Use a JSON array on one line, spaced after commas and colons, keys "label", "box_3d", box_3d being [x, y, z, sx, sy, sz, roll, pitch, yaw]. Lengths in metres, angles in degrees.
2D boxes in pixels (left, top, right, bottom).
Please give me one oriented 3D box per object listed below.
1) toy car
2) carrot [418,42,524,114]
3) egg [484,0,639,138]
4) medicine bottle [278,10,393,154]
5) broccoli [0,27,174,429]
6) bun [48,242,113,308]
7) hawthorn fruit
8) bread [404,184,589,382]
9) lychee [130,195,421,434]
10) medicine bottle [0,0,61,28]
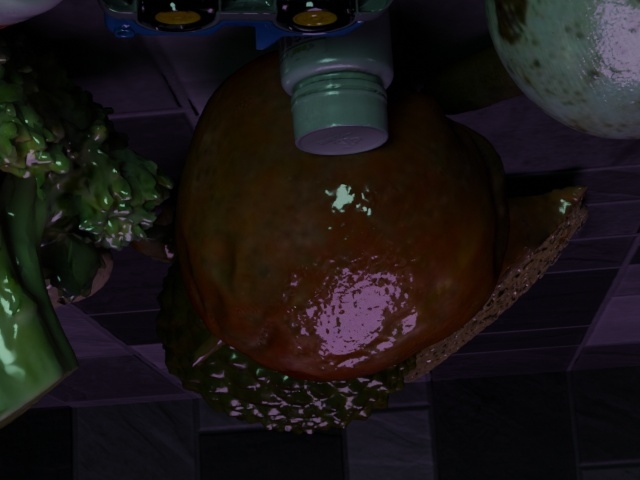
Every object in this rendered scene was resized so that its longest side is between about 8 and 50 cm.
[{"label": "toy car", "box_3d": [-0.053, -0.173, 0.860, 0.191, 0.097, 0.100, -1, 169, -8]}, {"label": "carrot", "box_3d": [0.199, -0.151, 1.079, 0.070, 0.070, 0.342, 8, 163, -38]}, {"label": "egg", "box_3d": [0.181, -0.158, 0.837, 0.169, 0.169, 0.231, -8, 153, 17]}, {"label": "medicine bottle", "box_3d": [0.010, -0.131, 0.969, 0.080, 0.130, 0.080, -3, 165, -1]}, {"label": "broccoli", "box_3d": [-0.283, -0.029, 1.023, 0.277, 0.338, 0.317, -34, 116, 8]}, {"label": "bun", "box_3d": [-0.336, 0.025, 1.518, 0.210, 0.116, 0.237, -7, 166, 11]}, {"label": "hawthorn fruit", "box_3d": [0.000, 0.000, 1.123, 0.298, 0.277, 0.277, -49, 156, 5]}, {"label": "bread", "box_3d": [0.118, -0.004, 1.626, 0.315, 0.279, 0.248, -49, 158, 3]}, {"label": "lychee", "box_3d": [-0.044, 0.054, 1.425, 0.270, 0.320, 0.270, -33, 172, -5]}, {"label": "medicine bottle", "box_3d": [-0.263, -0.162, 0.768, 0.252, 0.144, 0.144, -9, 165, 32]}]
